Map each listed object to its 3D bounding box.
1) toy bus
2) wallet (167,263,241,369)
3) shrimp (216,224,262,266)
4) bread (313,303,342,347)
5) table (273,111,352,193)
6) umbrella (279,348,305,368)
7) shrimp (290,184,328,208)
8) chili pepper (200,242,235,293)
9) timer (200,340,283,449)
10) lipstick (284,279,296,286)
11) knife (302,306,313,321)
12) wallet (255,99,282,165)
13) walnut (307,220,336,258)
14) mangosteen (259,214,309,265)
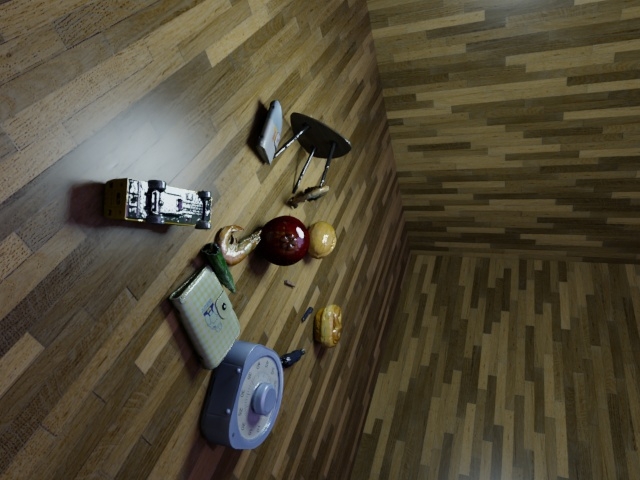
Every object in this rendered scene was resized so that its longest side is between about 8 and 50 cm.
[{"bbox_3d":[-0.450,-0.100,1.265,0.335,0.122,0.121,5,86,-66],"label":"toy bus"},{"bbox_3d":[-0.386,0.258,1.504,0.223,0.077,0.310,-53,136,-50],"label":"wallet"},{"bbox_3d":[-0.309,0.006,1.662,0.248,0.068,0.150,-33,116,-55],"label":"shrimp"},{"bbox_3d":[0.045,0.468,2.400,0.198,0.120,0.236,1,90,-67],"label":"bread"},{"bbox_3d":[-0.047,-0.367,1.986,0.249,0.317,0.317,-62,148,-18],"label":"table"},{"bbox_3d":[-0.128,0.552,2.105,0.248,0.070,0.071,-8,99,-69],"label":"umbrella"},{"bbox_3d":[-0.067,-0.201,2.067,0.178,0.289,0.075,-24,102,-20],"label":"shrimp"},{"bbox_3d":[-0.347,0.113,1.558,0.059,0.088,0.227,-34,130,-19],"label":"chili pepper"},{"bbox_3d":[-0.260,0.594,1.679,0.395,0.173,0.396,1,90,-66],"label":"timer"},{"bbox_3d":[-0.143,0.205,2.088,0.094,0.018,0.019,37,59,-61],"label":"lipstick"},{"bbox_3d":[-0.069,0.383,2.267,0.121,0.018,0.031,-51,134,-51],"label":"knife"},{"bbox_3d":[-0.213,-0.447,1.829,0.170,0.069,0.231,78,26,-68],"label":"wallet"},{"bbox_3d":[0.000,0.000,2.232,0.159,0.159,0.207,61,34,-48],"label":"walnut"},{"bbox_3d":[-0.156,0.002,1.859,0.257,0.215,0.215,-175,-93,-79],"label":"mangosteen"}]
